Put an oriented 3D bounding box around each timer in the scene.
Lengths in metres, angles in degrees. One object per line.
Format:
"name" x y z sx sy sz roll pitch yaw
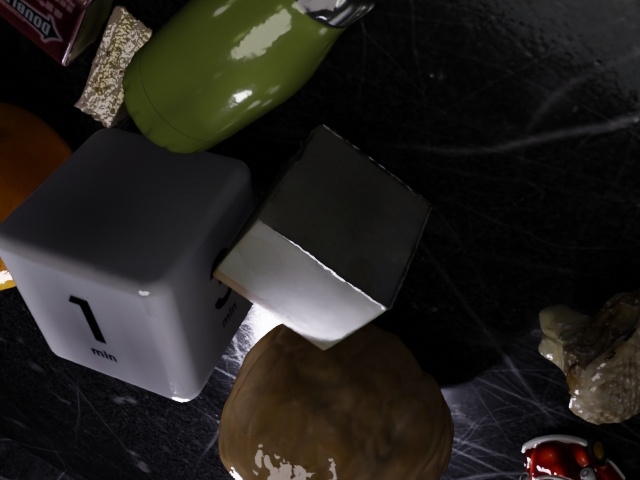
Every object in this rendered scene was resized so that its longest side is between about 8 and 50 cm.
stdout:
"timer" -0.187 0.023 0.712 0.194 0.192 0.195 15 139 17

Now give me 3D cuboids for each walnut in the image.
"walnut" 0.015 0.237 0.824 0.285 0.285 0.296 -12 119 42

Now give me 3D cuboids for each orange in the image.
"orange" -0.410 -0.054 0.808 0.239 0.240 0.240 19 141 16

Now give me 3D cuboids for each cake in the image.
"cake" -0.208 -0.176 0.681 0.052 0.065 0.121 31 136 -4

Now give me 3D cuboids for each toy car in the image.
"toy car" 0.318 0.323 0.832 0.139 0.112 0.112 43 141 -14

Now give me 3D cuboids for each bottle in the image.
"bottle" -0.061 -0.162 0.548 0.260 0.112 0.112 -21 119 46

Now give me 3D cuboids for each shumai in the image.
"shumai" 0.266 0.098 0.628 0.116 0.145 0.146 47 164 51

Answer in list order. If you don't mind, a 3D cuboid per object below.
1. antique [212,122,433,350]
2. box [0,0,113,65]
"antique" 0.000 0.000 0.656 0.146 0.152 0.148 35 140 -8
"box" -0.301 -0.279 0.618 0.224 0.069 0.120 40 142 -14
